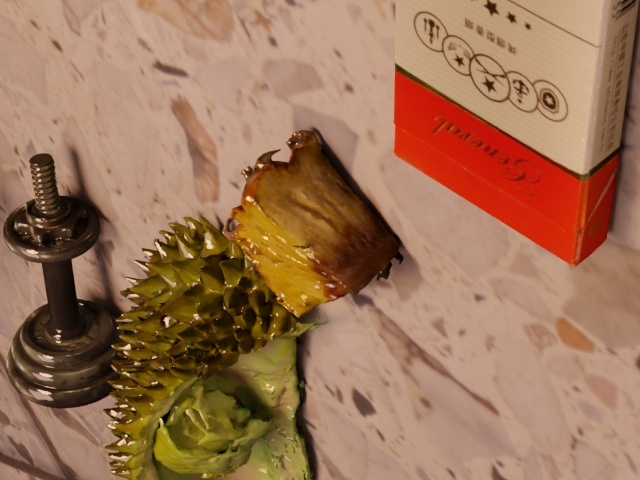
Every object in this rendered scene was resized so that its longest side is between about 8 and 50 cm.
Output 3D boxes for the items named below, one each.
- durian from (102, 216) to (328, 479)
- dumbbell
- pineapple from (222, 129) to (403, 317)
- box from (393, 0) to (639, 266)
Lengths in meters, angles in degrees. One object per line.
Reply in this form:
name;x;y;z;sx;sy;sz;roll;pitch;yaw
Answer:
durian;-0.081;0.111;1.364;0.169;0.157;0.355;9;142;3
dumbbell;-0.216;0.035;1.455;0.110;0.110;0.254;32;139;33
pineapple;0.000;0.000;1.136;0.116;0.069;0.137;27;152;30
box;0.096;-0.108;0.887;0.139;0.035;0.245;33;147;30
